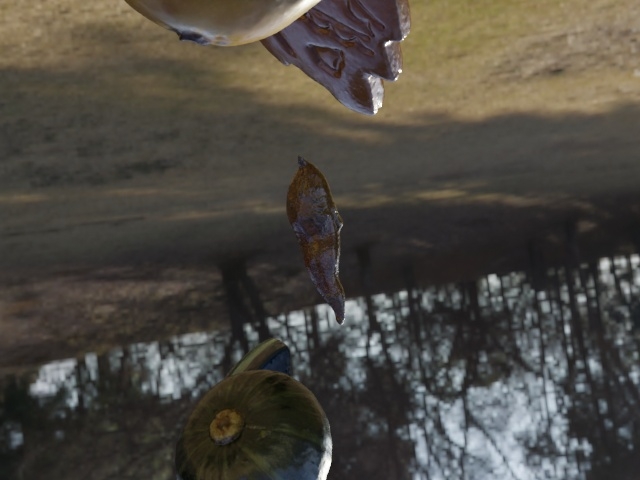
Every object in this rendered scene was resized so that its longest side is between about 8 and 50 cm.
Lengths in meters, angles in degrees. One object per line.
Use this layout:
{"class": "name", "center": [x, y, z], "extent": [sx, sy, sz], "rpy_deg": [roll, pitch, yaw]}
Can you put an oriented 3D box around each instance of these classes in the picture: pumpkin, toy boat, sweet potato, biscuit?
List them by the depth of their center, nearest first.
{"class": "pumpkin", "center": [-0.066, 0.213, 1.035], "extent": [0.167, 0.125, 0.167], "rpy_deg": [-13, -141, 11]}
{"class": "biscuit", "center": [0.000, -0.262, 1.149], "extent": [0.043, 0.284, 0.306], "rpy_deg": [-50, -168, -22]}
{"class": "sweet potato", "center": [-0.001, -0.003, 1.324], "extent": [0.068, 0.226, 0.068], "rpy_deg": [-13, -170, 2]}
{"class": "toy boat", "center": [-0.108, 0.255, 1.431], "extent": [0.096, 0.299, 0.061], "rpy_deg": [38, 144, -22]}

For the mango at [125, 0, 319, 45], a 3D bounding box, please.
{"class": "mango", "center": [-0.022, -0.251, 0.595], "extent": [0.177, 0.295, 0.120], "rpy_deg": [29, 179, -11]}
